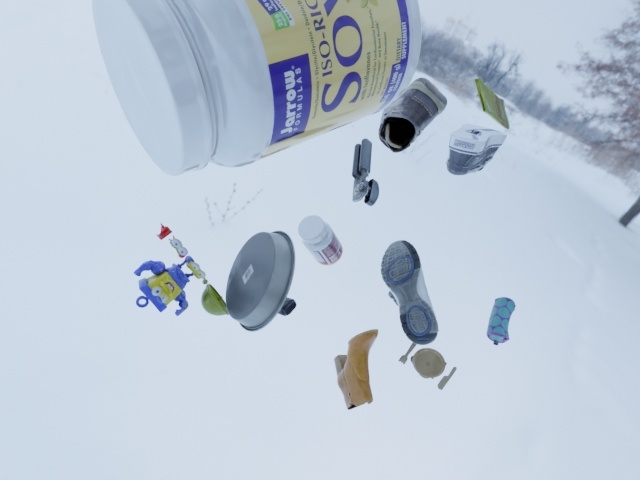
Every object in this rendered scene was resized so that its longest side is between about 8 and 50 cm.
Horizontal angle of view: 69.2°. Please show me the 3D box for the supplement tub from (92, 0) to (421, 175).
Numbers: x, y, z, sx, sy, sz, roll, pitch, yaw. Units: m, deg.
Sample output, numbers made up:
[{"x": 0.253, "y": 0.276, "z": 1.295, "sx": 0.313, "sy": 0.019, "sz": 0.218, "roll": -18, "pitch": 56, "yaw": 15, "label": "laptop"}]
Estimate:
[{"x": -0.068, "y": -0.232, "z": 0.569, "sx": 0.331, "sy": 0.241, "sz": 0.241, "roll": -29, "pitch": 55, "yaw": -28, "label": "supplement tub"}]

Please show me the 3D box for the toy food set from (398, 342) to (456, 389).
[{"x": 0.409, "y": 0.464, "z": 1.760, "sx": 0.192, "sy": 0.132, "sz": 0.038, "roll": 34, "pitch": 22, "yaw": 10, "label": "toy food set"}]

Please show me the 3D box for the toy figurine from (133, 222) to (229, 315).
[{"x": -0.477, "y": 0.149, "z": 1.474, "sx": 0.191, "sy": 0.217, "sz": 0.363, "roll": 27, "pitch": -29, "yaw": 54, "label": "toy figurine"}]

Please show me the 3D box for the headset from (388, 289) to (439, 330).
[{"x": 0.411, "y": 0.234, "z": 2.017, "sx": 0.243, "sy": 0.185, "sz": 0.394, "roll": 48, "pitch": 9, "yaw": -38, "label": "headset"}]

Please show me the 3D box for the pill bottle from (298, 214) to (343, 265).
[{"x": 0.000, "y": 0.000, "z": 1.736, "sx": 0.121, "sy": 0.121, "sz": 0.221, "roll": 43, "pitch": -6, "yaw": 32, "label": "pill bottle"}]

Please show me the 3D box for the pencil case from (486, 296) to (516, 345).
[{"x": 0.570, "y": 0.251, "z": 1.459, "sx": 0.070, "sy": 0.064, "sz": 0.152, "roll": 22, "pitch": 53, "yaw": 11, "label": "pencil case"}]

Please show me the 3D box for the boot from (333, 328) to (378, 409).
[{"x": 0.153, "y": 0.469, "z": 1.664, "sx": 0.104, "sy": 0.295, "sz": 0.211, "roll": 3, "pitch": 50, "yaw": -31, "label": "boot"}]

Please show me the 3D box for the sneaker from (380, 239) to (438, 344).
[{"x": 0.240, "y": 0.141, "z": 1.246, "sx": 0.129, "sy": 0.111, "sz": 0.297, "roll": 43, "pitch": 33, "yaw": -61, "label": "sneaker"}]

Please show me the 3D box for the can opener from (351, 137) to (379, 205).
[{"x": 0.165, "y": -0.243, "z": 1.685, "sx": 0.095, "sy": 0.076, "sz": 0.284, "roll": 31, "pitch": 48, "yaw": -28, "label": "can opener"}]

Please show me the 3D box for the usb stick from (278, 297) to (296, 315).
[{"x": -0.201, "y": 0.222, "z": 1.723, "sx": 0.278, "sy": 0.045, "sz": 0.077, "roll": 9, "pitch": 39, "yaw": 44, "label": "usb stick"}]

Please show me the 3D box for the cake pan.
[{"x": -0.177, "y": 0.102, "z": 1.285, "sx": 0.054, "sy": 0.293, "sz": 0.293, "roll": 23, "pitch": 22, "yaw": -33, "label": "cake pan"}]

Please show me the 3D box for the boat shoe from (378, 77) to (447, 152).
[{"x": 0.212, "y": -0.317, "z": 1.265, "sx": 0.132, "sy": 0.130, "sz": 0.355, "roll": 42, "pitch": -9, "yaw": 0, "label": "boat shoe"}]

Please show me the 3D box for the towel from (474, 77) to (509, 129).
[{"x": 0.506, "y": -0.395, "z": 1.352, "sx": 0.237, "sy": 0.021, "sz": 0.102, "roll": 1, "pitch": 73, "yaw": -54, "label": "towel"}]

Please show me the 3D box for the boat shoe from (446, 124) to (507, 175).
[{"x": 0.384, "y": -0.223, "z": 1.156, "sx": 0.108, "sy": 0.102, "sz": 0.301, "roll": 22, "pitch": 28, "yaw": 22, "label": "boat shoe"}]
